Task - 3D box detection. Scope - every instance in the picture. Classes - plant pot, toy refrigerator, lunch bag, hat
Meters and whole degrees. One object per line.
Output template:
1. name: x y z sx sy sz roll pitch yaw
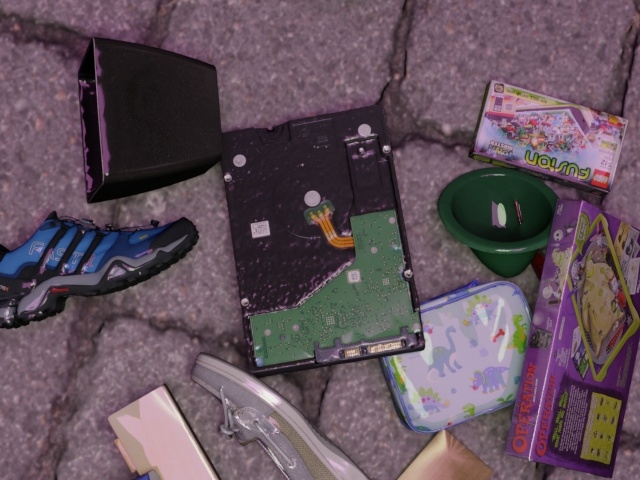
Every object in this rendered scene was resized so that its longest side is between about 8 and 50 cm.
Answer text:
1. plant pot: -0.227 -0.157 1.588 0.167 0.188 0.187 -3 84 -19
2. toy refrigerator: -0.179 0.329 1.572 0.094 0.102 0.270 -30 88 -7
3. lunch bag: 0.193 0.155 1.629 0.219 0.090 0.176 -20 87 -6
4. hat: 0.259 0.028 1.683 0.173 0.184 0.208 -18 44 -14

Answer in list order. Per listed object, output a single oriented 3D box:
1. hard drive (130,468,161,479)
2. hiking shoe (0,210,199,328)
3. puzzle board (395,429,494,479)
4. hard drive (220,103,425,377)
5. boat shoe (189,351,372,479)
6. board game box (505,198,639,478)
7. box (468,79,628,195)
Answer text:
1. hard drive: -0.304 0.456 1.524 0.318 0.040 0.210 -28 88 12
2. hiking shoe: -0.316 0.013 1.586 0.304 0.113 0.132 -20 87 -7
3. puzzle board: 0.162 0.336 1.641 0.096 0.011 0.128 41 90 -4
4. hard drive: 0.000 0.000 1.600 0.236 0.064 0.339 -11 74 4
5. boat shoe: -0.058 0.274 1.584 0.320 0.118 0.103 43 78 -7
6. board game box: 0.360 0.137 1.611 0.208 0.056 0.347 22 79 -47
7. box: 0.326 -0.146 1.700 0.207 0.036 0.114 15 83 -4
